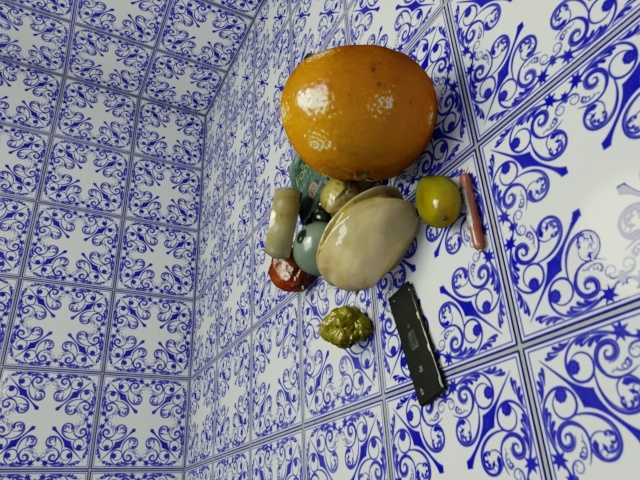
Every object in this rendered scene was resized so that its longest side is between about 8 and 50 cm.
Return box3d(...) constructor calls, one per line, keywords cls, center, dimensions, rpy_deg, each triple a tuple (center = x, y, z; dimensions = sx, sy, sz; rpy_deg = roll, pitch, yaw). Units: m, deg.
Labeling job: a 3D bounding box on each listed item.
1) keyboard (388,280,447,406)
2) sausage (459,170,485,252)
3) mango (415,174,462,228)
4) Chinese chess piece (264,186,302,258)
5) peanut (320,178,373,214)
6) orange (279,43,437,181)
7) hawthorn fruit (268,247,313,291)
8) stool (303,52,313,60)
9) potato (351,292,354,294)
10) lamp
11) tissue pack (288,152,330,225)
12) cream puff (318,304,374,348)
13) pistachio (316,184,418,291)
box3d(cls="keyboard", center=(0.242, 0.257, 1.392), dimensions=(0.106, 0.027, 0.317), rpy_deg=(-52, 37, 38))
box3d(cls="sausage", center=(0.355, -0.071, 1.287), dimensions=(0.029, 0.029, 0.223), rpy_deg=(-43, 43, 51))
box3d(cls="mango", center=(0.288, -0.103, 1.361), dimensions=(0.195, 0.091, 0.130), rpy_deg=(-105, 21, -55))
box3d(cls="Chinese chess piece", center=(-0.130, -0.060, 1.904), dimensions=(0.251, 0.097, 0.251), rpy_deg=(-170, 90, -87))
box3d(cls="peanut", center=(0.079, -0.156, 1.669), dimensions=(0.147, 0.147, 0.305), rpy_deg=(-60, -5, 35))
box3d(cls="orange", center=(0.101, -0.325, 1.462), dimensions=(0.424, 0.423, 0.327), rpy_deg=(-3, 84, 64))
box3d(cls="hawthorn fruit", center=(-0.101, 0.110, 2.023), dimensions=(0.178, 0.173, 0.174), rpy_deg=(6, 85, 38))
box3d(cls="stool", center=(0.052, -0.464, 1.840), dimensions=(0.310, 0.226, 0.311), rpy_deg=(30, 104, 63))
box3d(cls="potato", center=(0.097, 0.131, 1.738), dimensions=(0.037, 0.036, 0.093), rpy_deg=(-34, 60, 7))
box3d(cls="lamp", center=(0.000, 0.000, 1.826), dimensions=(0.198, 0.197, 0.244), rpy_deg=(-46, 32, 49))
box3d(cls="tissue pack", center=(-0.019, -0.232, 2.033), dimensions=(0.228, 0.103, 0.316), rpy_deg=(-57, 34, 37))
box3d(cls="cream puff", center=(0.078, 0.266, 1.616), dimensions=(0.116, 0.146, 0.146), rpy_deg=(47, 124, 39))
box3d(cls="pistachio", center=(0.123, -0.002, 1.502), dimensions=(0.321, 0.238, 0.229), rpy_deg=(-48, 41, 14))
